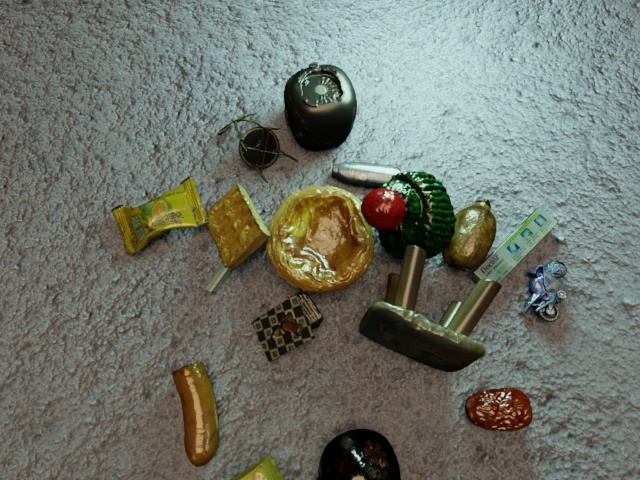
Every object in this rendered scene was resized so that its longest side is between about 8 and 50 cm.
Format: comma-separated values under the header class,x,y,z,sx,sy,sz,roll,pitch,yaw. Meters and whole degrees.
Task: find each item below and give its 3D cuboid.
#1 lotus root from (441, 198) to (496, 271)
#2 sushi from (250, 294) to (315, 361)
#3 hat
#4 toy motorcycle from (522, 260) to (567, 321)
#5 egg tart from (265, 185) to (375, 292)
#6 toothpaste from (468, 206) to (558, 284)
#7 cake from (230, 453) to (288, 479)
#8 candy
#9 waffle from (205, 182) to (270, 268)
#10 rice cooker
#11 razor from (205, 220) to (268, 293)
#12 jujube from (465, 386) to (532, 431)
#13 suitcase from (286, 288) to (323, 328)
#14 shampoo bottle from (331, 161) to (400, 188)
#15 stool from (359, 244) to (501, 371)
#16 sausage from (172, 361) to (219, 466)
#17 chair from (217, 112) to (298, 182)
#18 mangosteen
class,x,y,z,sx,sy,sz,roll,pitch,yaw
lotus root,0.478,-0.022,1.353,0.145,0.128,0.260,16,71,37
sushi,-0.108,0.262,1.270,0.201,0.031,0.139,-33,74,27
hat,0.230,-0.071,1.257,0.332,0.242,0.274,-2,72,-46
toy motorcycle,0.702,0.151,1.335,0.114,0.076,0.205,16,73,14
egg tart,0.000,0.000,1.336,0.352,0.150,0.351,1,73,-2
toothpaste,0.622,0.028,1.377,0.336,0.067,0.081,-41,77,-13
cake,-0.170,0.686,1.019,0.227,0.286,0.222,-31,74,-11
candy,-0.525,-0.083,1.386,0.297,0.081,0.187,-25,73,4
waffle,-0.264,-0.046,1.322,0.168,0.057,0.274,-44,48,10
rice cooker,-0.003,-0.457,1.455,0.267,0.224,0.267,0,70,1
razor,-0.266,0.051,1.355,0.056,0.111,0.278,40,83,22
jujube,0.500,0.477,1.203,0.176,0.109,0.112,-6,35,5
suitcase,-0.047,0.212,1.291,0.059,0.086,0.126,-30,73,-18
shampoo bottle,0.156,-0.227,1.467,0.234,0.049,0.087,7,72,2
stool,0.293,0.199,1.194,0.310,0.310,0.226,23,65,6
sausage,-0.342,0.480,1.190,0.109,0.109,0.270,-13,71,-5
chair,-0.214,-0.327,1.458,0.160,0.170,0.326,-38,32,-9
mangosteen,0.092,0.621,1.097,0.243,0.243,0.242,0,71,-1
